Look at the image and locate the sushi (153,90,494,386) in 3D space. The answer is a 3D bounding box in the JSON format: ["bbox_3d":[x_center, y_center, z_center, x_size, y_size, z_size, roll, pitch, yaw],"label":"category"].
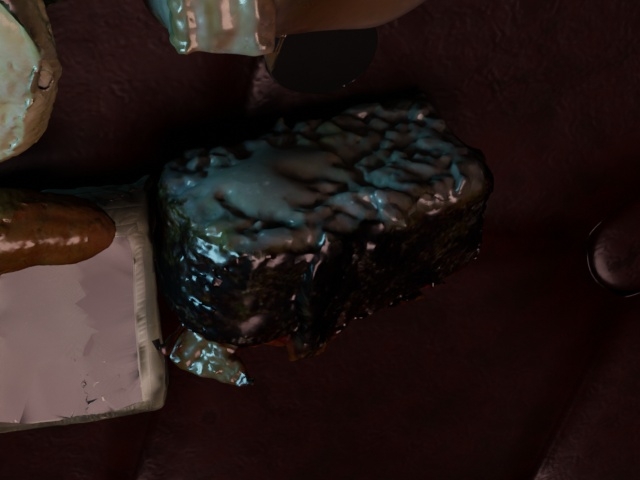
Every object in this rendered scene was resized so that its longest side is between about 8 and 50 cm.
[{"bbox_3d":[0.000,0.000,1.336,0.343,0.196,0.182,-21,126,-26],"label":"sushi"}]

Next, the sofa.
[{"bbox_3d":[-0.252,0.056,1.400,0.210,0.176,0.225,-9,102,-14],"label":"sofa"}]

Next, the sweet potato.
[{"bbox_3d":[-0.349,0.002,1.233,0.355,0.106,0.095,2,127,-1],"label":"sweet potato"}]

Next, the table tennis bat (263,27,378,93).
[{"bbox_3d":[-0.022,-0.175,1.337,0.158,0.014,0.095,5,127,-26],"label":"table tennis bat"}]

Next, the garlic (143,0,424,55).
[{"bbox_3d":[-0.010,-0.271,1.137,0.340,0.246,0.231,-17,109,-31],"label":"garlic"}]

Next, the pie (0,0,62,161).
[{"bbox_3d":[-0.337,-0.157,1.126,0.338,0.075,0.337,10,143,8],"label":"pie"}]

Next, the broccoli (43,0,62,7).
[{"bbox_3d":[-0.219,-0.252,1.098,0.167,0.160,0.154,-21,166,19],"label":"broccoli"}]
